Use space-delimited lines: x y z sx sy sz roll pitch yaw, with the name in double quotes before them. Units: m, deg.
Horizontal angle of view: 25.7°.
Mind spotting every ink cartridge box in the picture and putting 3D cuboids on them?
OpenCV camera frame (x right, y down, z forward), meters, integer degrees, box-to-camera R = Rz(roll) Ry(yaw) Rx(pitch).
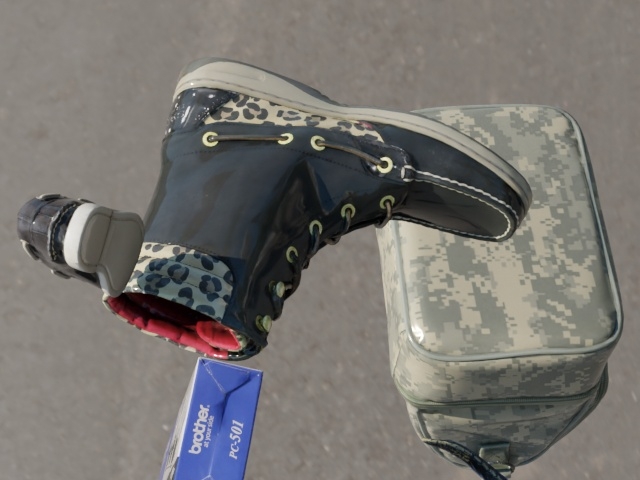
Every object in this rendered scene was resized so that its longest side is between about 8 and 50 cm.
"ink cartridge box" -0.084 0.161 0.955 0.046 0.207 0.097 13 64 -6

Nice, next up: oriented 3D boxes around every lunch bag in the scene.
"lunch bag" 0.158 0.048 1.364 0.213 0.256 0.305 -3 55 -5

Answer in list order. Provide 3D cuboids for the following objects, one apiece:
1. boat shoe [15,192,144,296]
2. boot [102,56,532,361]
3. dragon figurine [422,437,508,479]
"boat shoe" -0.123 0.002 0.726 0.038 0.125 0.046 16 87 9
"boot" -0.001 0.001 0.853 0.236 0.085 0.178 19 59 0
"dragon figurine" 0.178 0.246 0.961 0.085 0.144 0.289 -22 79 -14
